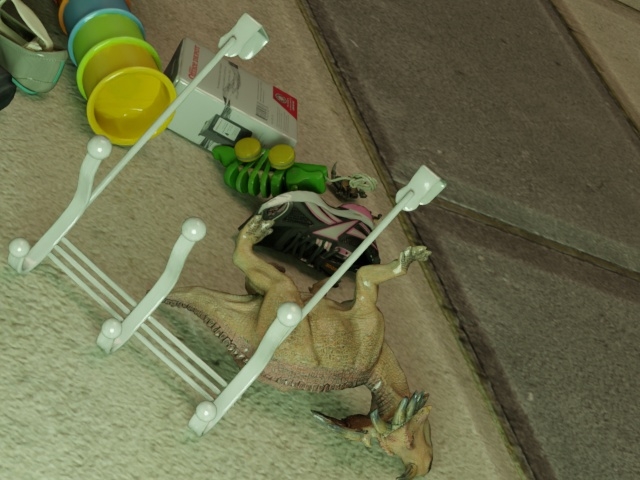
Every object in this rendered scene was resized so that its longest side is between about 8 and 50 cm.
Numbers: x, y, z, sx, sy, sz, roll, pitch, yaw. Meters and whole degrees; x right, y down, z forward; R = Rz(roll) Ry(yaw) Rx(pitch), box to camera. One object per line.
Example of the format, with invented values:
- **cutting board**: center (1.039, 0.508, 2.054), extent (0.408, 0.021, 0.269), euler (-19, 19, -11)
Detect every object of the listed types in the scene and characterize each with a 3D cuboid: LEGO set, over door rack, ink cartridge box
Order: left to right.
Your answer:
- **ink cartridge box**: center (-0.104, -0.145, 2.001), extent (0.150, 0.063, 0.109), euler (28, 27, -16)
- **over door rack**: center (-0.080, -0.028, 1.581), extent (0.239, 0.324, 0.108), euler (41, -15, 9)
- **LEGO set**: center (0.034, -0.050, 2.067), extent (0.054, 0.023, 0.083), euler (6, 52, -43)

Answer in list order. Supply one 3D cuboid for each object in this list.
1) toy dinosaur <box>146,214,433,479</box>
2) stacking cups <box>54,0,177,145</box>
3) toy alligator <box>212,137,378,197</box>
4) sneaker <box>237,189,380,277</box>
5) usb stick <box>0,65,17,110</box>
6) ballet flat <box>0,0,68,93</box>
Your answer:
- **toy dinosaur**: center (-0.009, 0.101, 1.656), extent (0.296, 0.127, 0.200), euler (13, 61, -16)
- **stacking cups**: center (-0.240, -0.222, 1.958), extent (0.096, 0.096, 0.316), euler (18, 26, -33)
- **toy alligator**: center (-0.036, -0.063, 1.914), extent (0.190, 0.056, 0.051), euler (13, 51, 21)
- **sneaker**: center (0.000, 0.000, 1.886), extent (0.178, 0.072, 0.077), euler (3, 51, -40)
- **usb stick**: center (-0.414, -0.220, 1.766), extent (0.278, 0.045, 0.077), euler (40, 25, 7)
- **ballet flat**: center (-0.343, -0.235, 1.852), extent (0.213, 0.068, 0.072), euler (39, 26, 6)
